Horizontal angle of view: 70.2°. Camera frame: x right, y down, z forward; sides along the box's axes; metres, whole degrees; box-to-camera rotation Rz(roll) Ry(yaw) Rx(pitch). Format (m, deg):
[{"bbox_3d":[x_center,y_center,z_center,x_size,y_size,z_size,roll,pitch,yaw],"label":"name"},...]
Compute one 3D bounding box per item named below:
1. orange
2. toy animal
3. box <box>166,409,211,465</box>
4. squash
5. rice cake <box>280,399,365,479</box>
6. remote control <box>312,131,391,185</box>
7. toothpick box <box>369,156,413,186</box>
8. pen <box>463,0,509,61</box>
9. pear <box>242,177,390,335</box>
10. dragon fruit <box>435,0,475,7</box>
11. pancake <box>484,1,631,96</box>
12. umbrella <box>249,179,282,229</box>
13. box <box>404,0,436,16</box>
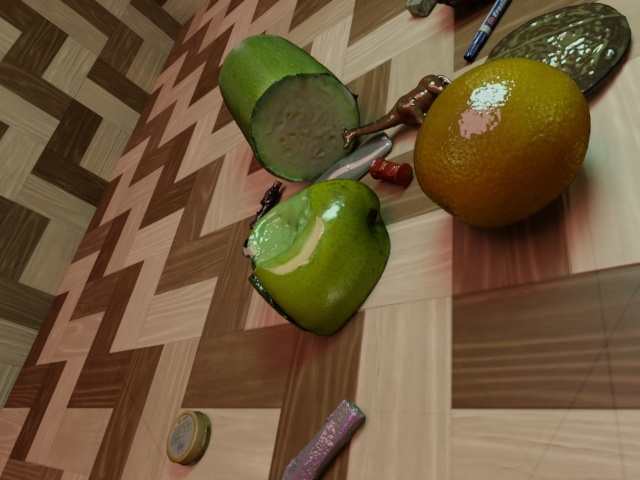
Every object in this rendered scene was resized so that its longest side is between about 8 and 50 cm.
[{"bbox_3d":[0.246,-0.133,0.635,0.236,0.236,0.236,-28,45,32],"label":"orange"},{"bbox_3d":[0.165,-0.246,0.918,0.224,0.066,0.230,-52,47,2],"label":"toy animal"},{"bbox_3d":[-0.271,0.403,0.934,0.106,0.037,0.105,-27,46,31],"label":"box"},{"bbox_3d":[-0.092,-0.339,1.119,0.263,0.263,0.384,-46,39,12],"label":"squash"},{"bbox_3d":[-0.006,0.336,0.699,0.206,0.036,0.047,-52,42,2],"label":"rice cake"},{"bbox_3d":[0.054,-0.157,0.998,0.229,0.044,0.073,-39,37,19],"label":"remote control"},{"bbox_3d":[0.138,-0.134,0.887,0.083,0.047,0.047,27,84,53],"label":"toothpick box"},{"bbox_3d":[0.347,-0.448,0.916,0.025,0.025,0.204,27,84,53],"label":"pen"},{"bbox_3d":[0.000,0.000,0.850,0.292,0.159,0.292,-26,44,29],"label":"pear"},{"bbox_3d":[0.340,-0.605,0.923,0.273,0.218,0.198,-7,102,39],"label":"dragon fruit"},{"bbox_3d":[0.369,-0.292,0.759,0.250,0.031,0.250,-25,46,29],"label":"pancake"},{"bbox_3d":[-0.137,-0.087,1.158,0.040,0.037,0.143,17,76,30],"label":"umbrella"},{"bbox_3d":[0.258,-0.597,1.109,0.098,0.045,0.062,-58,36,-2],"label":"box"}]
